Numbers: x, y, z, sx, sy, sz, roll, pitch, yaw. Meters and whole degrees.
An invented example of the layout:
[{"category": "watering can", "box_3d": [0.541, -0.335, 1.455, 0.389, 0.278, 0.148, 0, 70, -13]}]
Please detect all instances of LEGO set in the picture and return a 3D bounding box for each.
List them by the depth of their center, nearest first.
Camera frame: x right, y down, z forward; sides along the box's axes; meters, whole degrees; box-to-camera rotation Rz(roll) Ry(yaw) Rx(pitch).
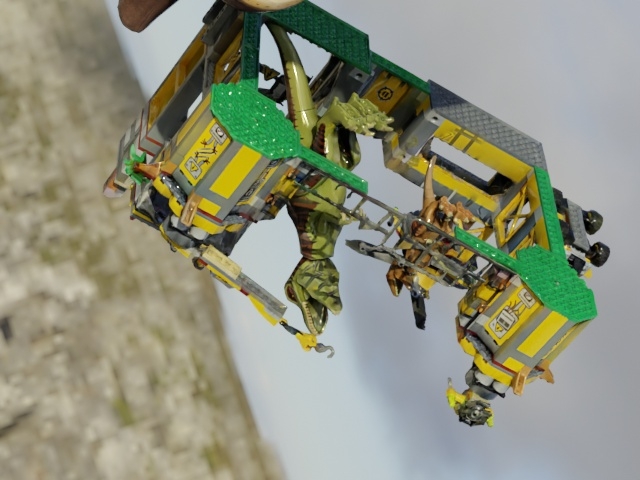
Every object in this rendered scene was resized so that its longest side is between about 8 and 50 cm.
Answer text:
[{"category": "LEGO set", "box_3d": [0.000, 0.000, 1.246, 0.331, 0.192, 0.255, 23, 33, -27]}]

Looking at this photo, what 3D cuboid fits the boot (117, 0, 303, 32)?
[{"category": "boot", "box_3d": [-0.056, -0.176, 1.147, 0.207, 0.090, 0.248, -43, -154, 43]}]
